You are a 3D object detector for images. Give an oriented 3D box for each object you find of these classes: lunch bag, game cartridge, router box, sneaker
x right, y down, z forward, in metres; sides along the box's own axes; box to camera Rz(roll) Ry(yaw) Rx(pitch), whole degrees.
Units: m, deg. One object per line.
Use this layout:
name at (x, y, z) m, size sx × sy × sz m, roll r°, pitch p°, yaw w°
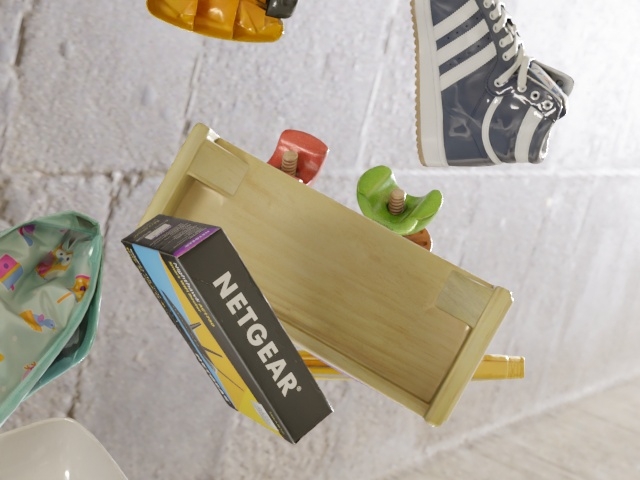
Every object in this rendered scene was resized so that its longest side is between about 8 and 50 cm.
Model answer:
lunch bag at (-0.326, 0.095, 1.023) m, size 0.160 × 0.223 × 0.262 m, roll 46°, pitch 47°, yaw -10°
game cartridge at (0.141, 0.205, 1.801) m, size 0.324 × 0.285 × 0.052 m, roll 6°, pitch 82°, yaw -50°
router box at (-0.076, 0.066, 0.865) m, size 0.046 × 0.133 × 0.178 m, roll -38°, pitch 110°, yaw -20°
sneaker at (0.174, -0.202, 1.086) m, size 0.099 × 0.153 × 0.282 m, roll -50°, pitch 142°, yaw -55°

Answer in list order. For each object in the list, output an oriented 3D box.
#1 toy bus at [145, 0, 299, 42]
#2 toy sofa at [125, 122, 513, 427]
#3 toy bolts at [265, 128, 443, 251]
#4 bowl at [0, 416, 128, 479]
toy bus at (-0.079, -0.332, 1.076) m, size 0.211 × 0.150 × 0.220 m, roll -90°, pitch -167°, yaw -61°
toy sofa at (0.002, 0.036, 1.107) m, size 0.150 × 0.363 × 0.177 m, roll -61°, pitch 174°, yaw -1°
toy bolts at (0.000, 0.000, 1.311) m, size 0.218 × 0.229 × 0.158 m, roll -42°, pitch 152°, yaw -40°
bowl at (-0.175, 0.182, 0.632) m, size 0.142 × 0.142 × 0.053 m, roll -19°, pitch 136°, yaw -32°
